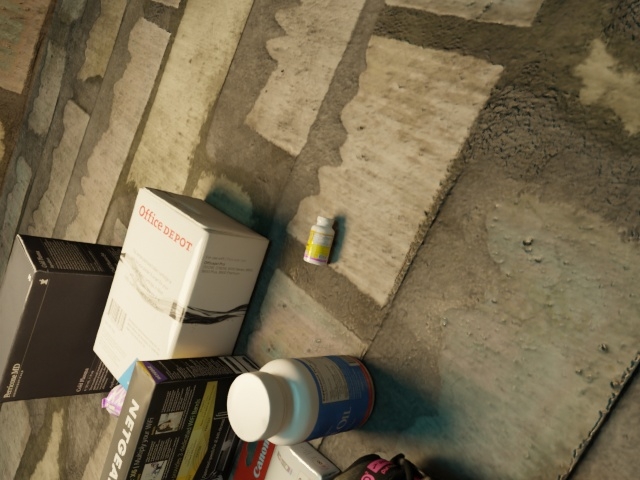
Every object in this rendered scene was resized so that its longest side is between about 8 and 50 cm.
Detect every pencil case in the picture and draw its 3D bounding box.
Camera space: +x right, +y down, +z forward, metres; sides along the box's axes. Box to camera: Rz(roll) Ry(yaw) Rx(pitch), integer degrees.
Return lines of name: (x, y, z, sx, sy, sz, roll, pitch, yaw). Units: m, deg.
pencil case: (-0.432, 0.397, 1.211, 0.206, 0.088, 0.087, -1, 82, 41)

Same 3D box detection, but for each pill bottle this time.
pill bottle: (0.000, 0.000, 0.913, 0.043, 0.043, 0.083, 18, 95, 42)
pill bottle: (-0.027, 0.241, 0.778, 0.124, 0.221, 0.124, -8, 78, 42)

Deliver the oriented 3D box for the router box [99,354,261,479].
router box: (-0.260, 0.372, 0.955, 0.081, 0.242, 0.309, 27, 100, 41)

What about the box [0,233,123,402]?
box: (-0.591, 0.188, 1.236, 0.179, 0.312, 0.343, 36, 107, 40)

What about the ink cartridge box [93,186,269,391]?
ink cartridge box: (-0.304, 0.120, 1.085, 0.285, 0.166, 0.395, 28, 103, 41)

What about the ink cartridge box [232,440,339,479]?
ink cartridge box: (-0.087, 0.433, 0.917, 0.232, 0.066, 0.189, 23, 99, 38)

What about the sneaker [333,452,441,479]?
sneaker: (0.111, 0.376, 0.647, 0.482, 0.185, 0.202, -29, 77, 34)
